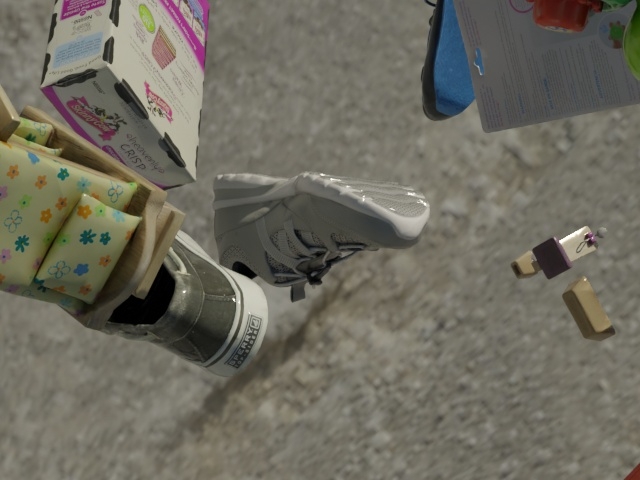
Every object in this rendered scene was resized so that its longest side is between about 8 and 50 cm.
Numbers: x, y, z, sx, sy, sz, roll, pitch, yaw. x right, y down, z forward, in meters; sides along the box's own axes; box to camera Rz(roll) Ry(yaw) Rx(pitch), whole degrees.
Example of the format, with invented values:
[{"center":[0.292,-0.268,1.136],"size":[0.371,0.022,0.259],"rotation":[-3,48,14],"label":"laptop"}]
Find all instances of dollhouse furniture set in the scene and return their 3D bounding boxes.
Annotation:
[{"center":[0.266,0.045,1.741],"size":[0.081,0.091,0.114],"rotation":[-25,84,-30],"label":"dollhouse furniture set"},{"center":[-0.082,-0.057,0.641],"size":[0.182,0.101,0.161],"rotation":[19,99,-48],"label":"dollhouse furniture set"}]

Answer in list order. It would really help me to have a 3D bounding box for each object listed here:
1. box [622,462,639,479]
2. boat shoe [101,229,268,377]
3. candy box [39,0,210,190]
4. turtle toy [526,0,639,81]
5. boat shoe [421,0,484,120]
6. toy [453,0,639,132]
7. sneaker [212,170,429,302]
[{"center":[0.411,0.230,1.498],"size":[0.300,0.142,0.154],"rotation":[-3,49,-44],"label":"box"},{"center":[-0.111,0.021,1.028],"size":[0.070,0.219,0.078],"rotation":[24,86,-32],"label":"boat shoe"},{"center":[-0.169,-0.175,1.538],"size":[0.071,0.159,0.233],"rotation":[-17,46,19],"label":"candy box"},{"center":[0.097,-0.103,0.587],"size":[0.095,0.066,0.130],"rotation":[-32,67,-33],"label":"turtle toy"},{"center":[0.162,-0.267,2.086],"size":[0.109,0.089,0.258],"rotation":[27,69,-11],"label":"boat shoe"},{"center":[0.252,-0.189,1.601],"size":[0.056,0.237,0.137],"rotation":[-24,103,-57],"label":"toy"},{"center":[0.000,0.000,1.542],"size":[0.105,0.281,0.115],"rotation":[5,88,-33],"label":"sneaker"}]
